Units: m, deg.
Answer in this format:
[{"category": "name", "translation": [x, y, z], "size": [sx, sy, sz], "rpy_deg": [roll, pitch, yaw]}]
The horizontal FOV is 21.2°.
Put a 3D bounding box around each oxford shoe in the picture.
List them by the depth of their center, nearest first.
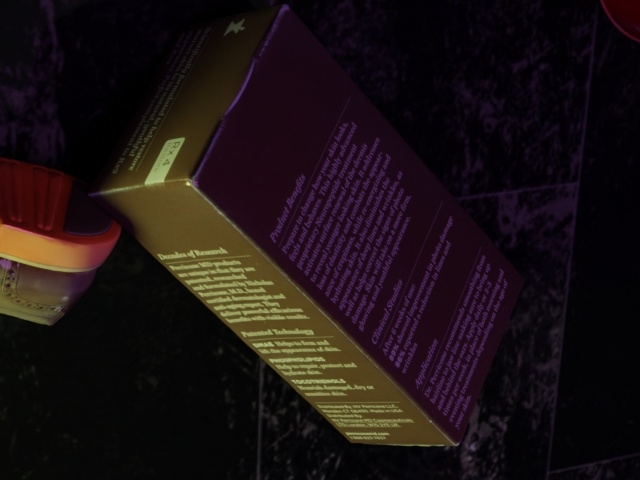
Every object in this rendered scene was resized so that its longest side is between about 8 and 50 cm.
[{"category": "oxford shoe", "translation": [-0.348, -0.008, 1.352], "size": [0.364, 0.130, 0.132], "rpy_deg": [16, 123, -21]}]

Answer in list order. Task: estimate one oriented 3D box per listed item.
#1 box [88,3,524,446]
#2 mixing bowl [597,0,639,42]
[{"category": "box", "translation": [0.000, 0.000, 1.468], "size": [0.381, 0.143, 0.191], "rpy_deg": [48, 54, -34]}, {"category": "mixing bowl", "translation": [0.302, -0.275, 1.553], "size": [0.181, 0.098, 0.181], "rpy_deg": [-10, 116, -22]}]
